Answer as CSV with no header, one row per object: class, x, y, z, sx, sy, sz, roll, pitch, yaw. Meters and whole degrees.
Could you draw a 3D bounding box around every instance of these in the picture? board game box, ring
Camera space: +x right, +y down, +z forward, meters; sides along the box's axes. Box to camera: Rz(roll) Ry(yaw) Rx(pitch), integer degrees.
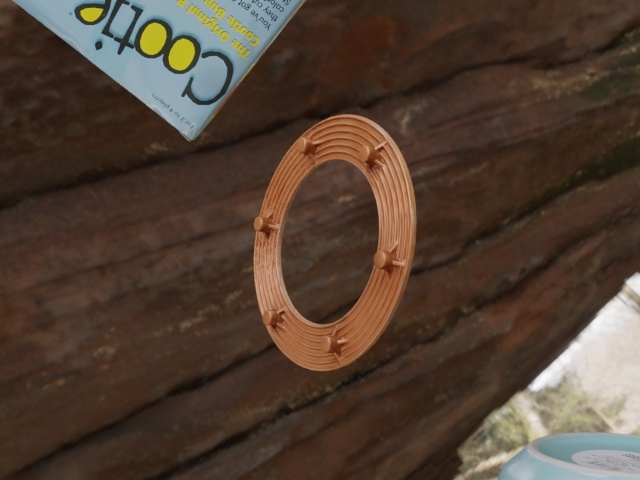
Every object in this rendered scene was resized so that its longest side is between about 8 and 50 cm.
board game box,-0.044,-0.220,0.541,0.275,0.144,0.142,-49,12,11
ring,0.000,0.000,1.148,0.032,0.337,0.336,8,-48,-37

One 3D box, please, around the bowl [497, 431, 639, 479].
bowl,0.279,0.274,0.810,0.311,0.311,0.163,1,-89,-67
